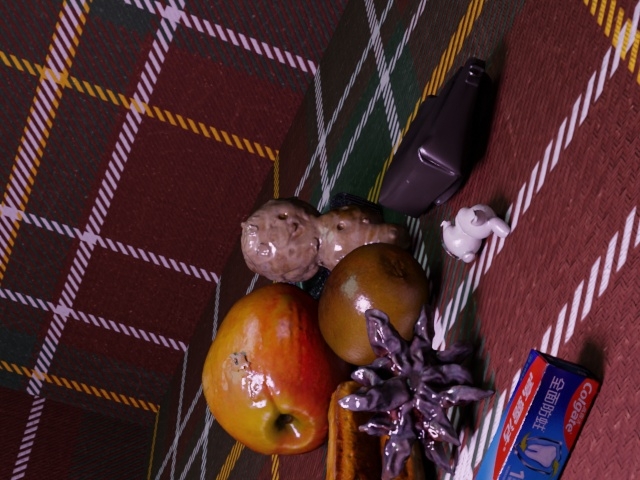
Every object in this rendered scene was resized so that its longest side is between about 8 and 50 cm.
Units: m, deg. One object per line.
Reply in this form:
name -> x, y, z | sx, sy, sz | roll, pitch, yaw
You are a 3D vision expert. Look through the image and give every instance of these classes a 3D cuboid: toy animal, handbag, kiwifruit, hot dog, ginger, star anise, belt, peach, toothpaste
toy animal -> 0.249, -0.022, 1.657 | 0.124, 0.071, 0.085 | 125, 159, -47
handbag -> 0.220, -0.189, 1.901 | 0.285, 0.114, 0.257 | 129, 162, -70
kiwifruit -> 0.091, 0.119, 1.833 | 0.234, 0.196, 0.196 | 115, 165, -48
hot dog -> 0.084, 0.365, 1.625 | 0.348, 0.158, 0.117 | -93, 7, -56
ginger -> 0.000, 0.000, 2.054 | 0.256, 0.375, 0.176 | 26, -117, -72
star anise -> 0.141, 0.220, 1.525 | 0.129, 0.212, 0.282 | 108, -179, -61
belt -> 0.025, 0.049, 2.301 | 0.324, 0.122, 0.260 | -67, 19, 12
peach -> -0.086, 0.257, 2.064 | 0.290, 0.372, 0.372 | -30, 30, 16
toothpaste -> 0.243, 0.297, 1.267 | 0.066, 0.076, 0.320 | -125, 56, -76
